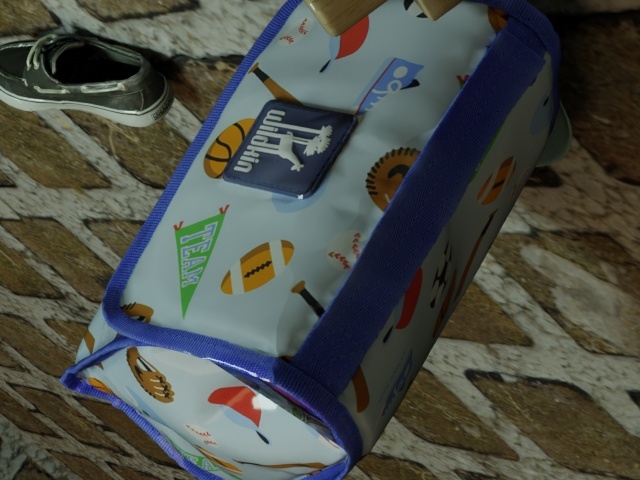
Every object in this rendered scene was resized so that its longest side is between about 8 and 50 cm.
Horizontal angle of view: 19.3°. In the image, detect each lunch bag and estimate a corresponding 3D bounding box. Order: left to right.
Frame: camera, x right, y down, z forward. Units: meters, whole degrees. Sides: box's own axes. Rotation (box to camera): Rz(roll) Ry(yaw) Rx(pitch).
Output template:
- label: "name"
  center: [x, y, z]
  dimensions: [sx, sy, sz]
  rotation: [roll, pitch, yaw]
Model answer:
- label: "lunch bag"
  center: [0.000, 0.000, 1.342]
  dimensions: [0.239, 0.328, 0.385]
  rotation: [35, 162, -10]

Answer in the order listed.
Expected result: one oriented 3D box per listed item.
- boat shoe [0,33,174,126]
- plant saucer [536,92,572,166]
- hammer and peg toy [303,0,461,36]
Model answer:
- label: "boat shoe"
  center: [-0.241, -0.167, 1.797]
  dimensions: [0.219, 0.078, 0.070]
  rotation: [11, 153, 29]
- label: "plant saucer"
  center: [0.109, -0.129, 1.404]
  dimensions: [0.195, 0.037, 0.195]
  rotation: [29, 159, 12]
- label: "hammer and peg toy"
  center: [-0.052, -0.294, 0.979]
  dimensions: [0.266, 0.127, 0.361]
  rotation: [57, -176, 38]
